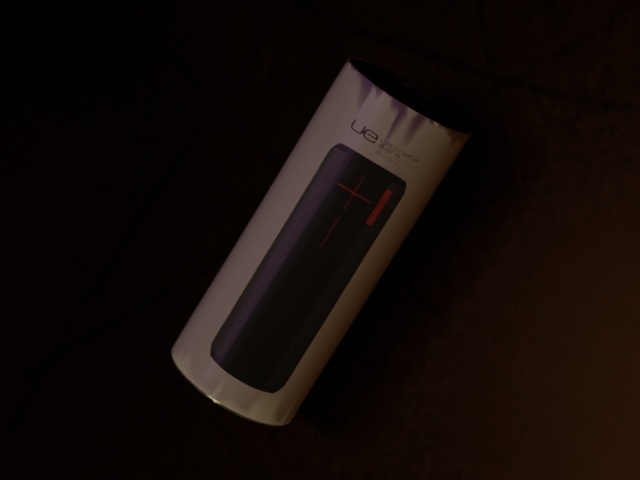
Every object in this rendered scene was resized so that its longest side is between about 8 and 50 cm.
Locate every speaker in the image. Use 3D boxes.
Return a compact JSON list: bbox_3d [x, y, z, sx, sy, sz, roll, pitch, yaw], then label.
[{"bbox_3d":[0.000,0.000,0.721,0.055,0.055,0.136,45,108,42],"label":"speaker"}]
